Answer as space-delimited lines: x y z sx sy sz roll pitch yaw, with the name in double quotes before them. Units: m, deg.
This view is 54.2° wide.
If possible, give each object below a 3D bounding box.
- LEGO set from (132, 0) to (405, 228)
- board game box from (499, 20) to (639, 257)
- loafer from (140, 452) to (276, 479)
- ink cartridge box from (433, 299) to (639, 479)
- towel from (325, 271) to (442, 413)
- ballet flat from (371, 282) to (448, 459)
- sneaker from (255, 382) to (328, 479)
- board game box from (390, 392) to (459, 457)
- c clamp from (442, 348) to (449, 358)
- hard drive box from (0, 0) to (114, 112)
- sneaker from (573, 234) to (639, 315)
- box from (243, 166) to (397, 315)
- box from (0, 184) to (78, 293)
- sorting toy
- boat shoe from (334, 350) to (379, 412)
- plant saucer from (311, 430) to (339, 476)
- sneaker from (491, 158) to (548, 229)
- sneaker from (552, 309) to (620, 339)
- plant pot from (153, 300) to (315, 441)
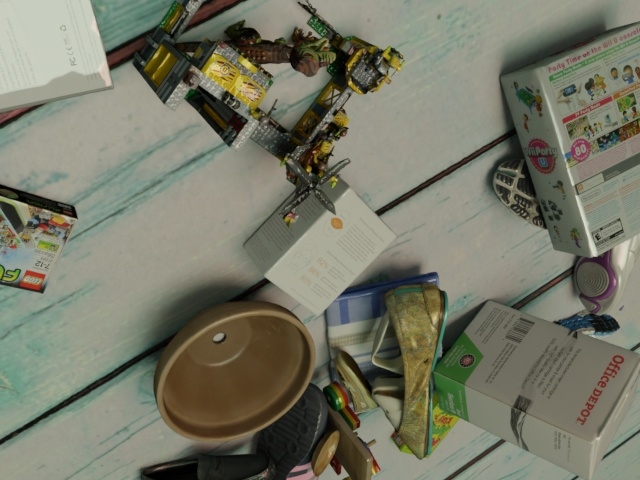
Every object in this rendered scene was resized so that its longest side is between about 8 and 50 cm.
"LEGO set" -0.040 -0.188 0.711 0.255 0.192 0.331 -46 129 3
"board game box" 0.442 -0.158 0.983 0.224 0.097 0.303 -25 103 -13
"loafer" -0.187 0.392 1.042 0.223 0.076 0.078 -11 114 -6
"ink cartridge box" 0.382 0.254 1.111 0.211 0.289 0.121 -41 134 -32
"towel" 0.116 0.189 1.112 0.209 0.034 0.285 -12 122 -7
"ballet flat" 0.141 0.224 1.058 0.123 0.123 0.348 -12 121 -22
"sneaker" -0.042 0.382 1.131 0.131 0.112 0.318 -7 122 -52
"board game box" 0.236 0.361 1.290 0.092 0.043 0.181 26 103 -38
"c clamp" 0.186 0.215 1.192 0.161 0.022 0.137 18 115 -35
"hard drive box" -0.341 -0.216 0.596 0.232 0.089 0.181 -18 125 -19
"sneaker" 0.604 0.017 1.236 0.152 0.114 0.305 -9 122 -23
"box" 0.000 0.000 0.912 0.170 0.091 0.130 -45 129 3
"box" -0.403 -0.015 0.718 0.207 0.036 0.114 19 108 -36
"sorting toy" 0.060 0.369 1.120 0.046 0.132 0.274 -24 138 -23
"boat shoe" 0.054 0.249 1.083 0.048 0.056 0.153 -26 132 6
"plant saucer" 0.006 0.358 1.060 0.083 0.015 0.083 -47 149 -40
"sneaker" 0.409 -0.062 1.091 0.275 0.110 0.107 19 91 -18
"sneaker" 0.562 0.210 1.370 0.191 0.071 0.082 -11 129 -13
"plant pot" -0.135 0.174 0.932 0.237 0.110 0.237 -13 123 -21
